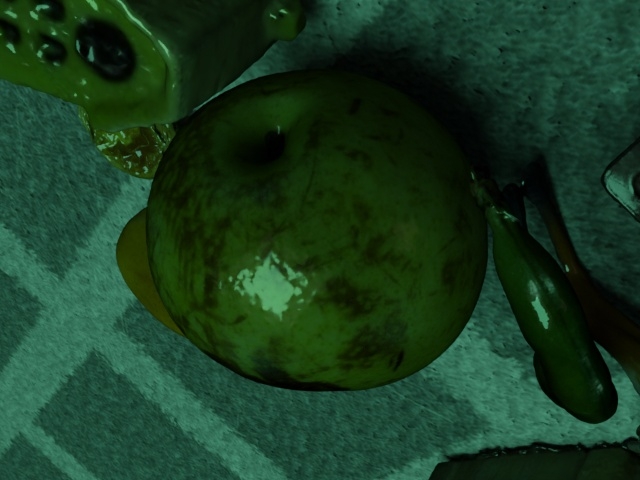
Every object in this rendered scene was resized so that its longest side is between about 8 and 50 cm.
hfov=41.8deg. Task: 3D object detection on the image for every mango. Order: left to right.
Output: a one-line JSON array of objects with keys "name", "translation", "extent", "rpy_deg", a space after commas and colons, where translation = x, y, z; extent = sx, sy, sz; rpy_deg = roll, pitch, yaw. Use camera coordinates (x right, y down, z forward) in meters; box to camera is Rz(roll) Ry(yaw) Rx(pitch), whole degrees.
[{"name": "mango", "translation": [-0.122, 0.035, 0.912], "extent": [0.252, 0.126, 0.154], "rpy_deg": [17, 124, 24]}]

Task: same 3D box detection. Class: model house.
[{"name": "model house", "translation": [-0.142, -0.201, 0.659], "extent": [0.234, 0.193, 0.175], "rpy_deg": [22, 134, 17]}]

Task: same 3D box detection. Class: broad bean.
[{"name": "broad bean", "translation": [0.178, 0.072, 0.638], "extent": [0.049, 0.144, 0.292], "rpy_deg": [-26, 137, 7]}]

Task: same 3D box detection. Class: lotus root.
[{"name": "lotus root", "translation": [0.261, 0.299, 0.924], "extent": [0.170, 0.074, 0.261], "rpy_deg": [46, 139, -14]}]

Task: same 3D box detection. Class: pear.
[{"name": "pear", "translation": [0.000, 0.000, 0.687], "extent": [0.283, 0.283, 0.283], "rpy_deg": [19, 136, 20]}]

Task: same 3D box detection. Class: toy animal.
[{"name": "toy animal", "translation": [0.277, 0.112, 0.704], "extent": [0.284, 0.225, 0.302], "rpy_deg": [34, 155, 34]}]

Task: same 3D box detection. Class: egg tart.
[{"name": "egg tart", "translation": [-0.191, -0.124, 0.869], "extent": [0.130, 0.052, 0.130], "rpy_deg": [21, 137, 21]}]

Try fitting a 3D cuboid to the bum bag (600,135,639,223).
[{"name": "bum bag", "translation": [0.281, -0.062, 0.568], "extent": [0.109, 0.026, 0.159], "rpy_deg": [42, 113, -5]}]
